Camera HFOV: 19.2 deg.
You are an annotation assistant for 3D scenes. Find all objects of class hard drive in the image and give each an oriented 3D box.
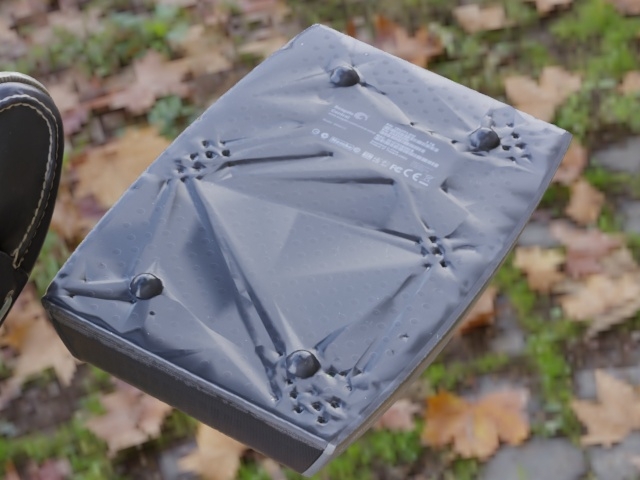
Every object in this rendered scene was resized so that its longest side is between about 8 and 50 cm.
[{"bbox_3d":[0.000,0.000,0.920,0.172,0.054,0.254,25,46,17],"label":"hard drive"}]

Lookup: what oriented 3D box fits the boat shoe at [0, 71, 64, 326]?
[{"bbox_3d":[-0.158,0.027,0.814,0.065,0.075,0.206,25,89,58],"label":"boat shoe"}]
